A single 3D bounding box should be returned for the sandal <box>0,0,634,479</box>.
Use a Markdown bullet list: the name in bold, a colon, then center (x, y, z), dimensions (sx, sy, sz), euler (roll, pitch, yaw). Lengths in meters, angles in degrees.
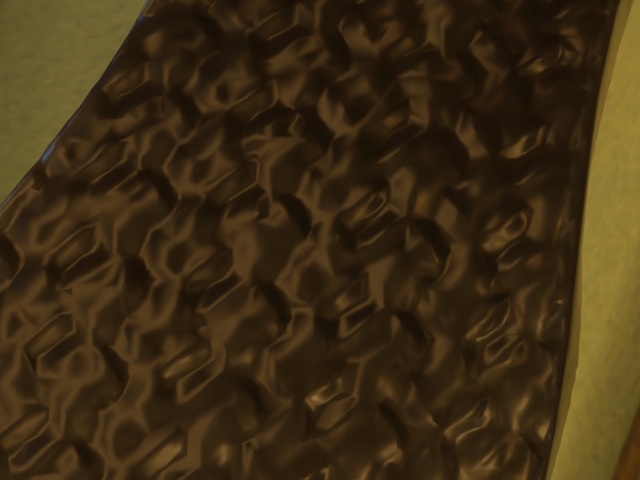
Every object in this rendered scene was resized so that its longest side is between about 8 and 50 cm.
- **sandal**: center (0.003, 0.000, 0.436), dimensions (0.167, 0.107, 0.446), euler (20, 71, 14)
